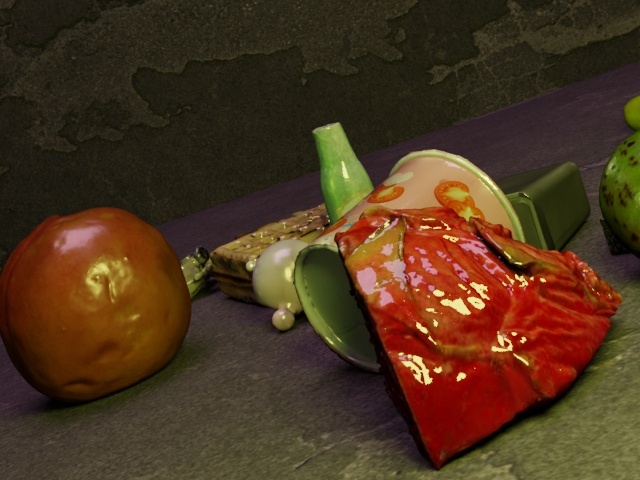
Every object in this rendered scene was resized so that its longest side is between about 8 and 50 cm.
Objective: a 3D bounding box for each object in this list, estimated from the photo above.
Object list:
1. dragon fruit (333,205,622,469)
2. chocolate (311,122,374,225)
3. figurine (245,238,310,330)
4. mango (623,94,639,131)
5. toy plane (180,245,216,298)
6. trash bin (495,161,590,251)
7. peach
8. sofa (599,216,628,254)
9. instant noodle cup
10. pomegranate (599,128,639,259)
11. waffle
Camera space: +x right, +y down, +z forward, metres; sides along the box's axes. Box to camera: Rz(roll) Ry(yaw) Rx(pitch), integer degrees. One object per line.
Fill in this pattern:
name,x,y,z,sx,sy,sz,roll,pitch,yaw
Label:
dragon fruit,0.174,0.078,1.073,0.330,0.302,0.240,-15,-20,-23
chocolate,0.055,-0.064,1.676,0.110,0.291,0.110,-18,13,4
figurine,-0.030,0.064,1.601,0.145,0.181,0.257,18,-19,-39
mango,0.757,-0.283,2.134,0.117,0.089,0.163,-18,19,-40
toy plane,-0.290,0.081,2.135,0.242,0.104,0.256,-31,-3,29
trash bin,0.317,-0.037,1.540,0.164,0.122,0.240,-13,10,35
peach,-0.390,0.096,1.631,0.343,0.301,0.343,-19,12,4
sofa,0.454,-0.028,1.394,0.039,0.060,0.118,-15,11,44
instant noodle cup,0.107,0.034,1.268,0.231,0.243,0.243,-34,16,-34
pomegranate,0.452,-0.078,1.167,0.211,0.263,0.211,0,34,0
waffle,-0.013,0.004,1.946,0.376,0.114,0.261,-23,10,-22
